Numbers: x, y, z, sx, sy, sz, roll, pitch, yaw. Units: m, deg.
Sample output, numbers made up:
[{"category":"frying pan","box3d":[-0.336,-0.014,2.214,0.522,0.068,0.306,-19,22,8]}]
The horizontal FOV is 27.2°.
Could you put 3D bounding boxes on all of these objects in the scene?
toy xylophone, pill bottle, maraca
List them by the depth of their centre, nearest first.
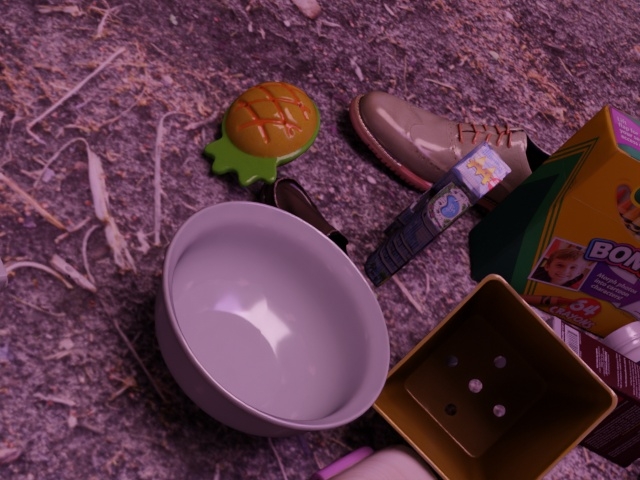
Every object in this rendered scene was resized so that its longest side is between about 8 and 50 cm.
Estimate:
[{"category":"toy xylophone","box3d":[0.099,0.375,1.486,0.236,0.081,0.323,-10,64,-44]},{"category":"maraca","box3d":[-0.076,-0.142,1.766,0.127,0.099,0.186,24,54,16]},{"category":"pill bottle","box3d":[0.481,0.207,1.938,0.094,0.094,0.169,-8,62,-43]}]

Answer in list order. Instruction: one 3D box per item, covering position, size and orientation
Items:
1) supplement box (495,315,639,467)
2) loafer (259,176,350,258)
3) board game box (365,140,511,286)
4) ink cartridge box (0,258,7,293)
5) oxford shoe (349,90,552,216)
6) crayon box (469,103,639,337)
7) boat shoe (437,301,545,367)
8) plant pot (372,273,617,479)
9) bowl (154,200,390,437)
[{"category":"supplement box","box3d":[0.371,0.211,1.816,0.239,0.130,0.073,29,42,-19]},{"category":"loafer","box3d":[0.000,0.000,1.721,0.080,0.078,0.220,-15,68,-46]},{"category":"board game box","box3d":[0.161,-0.044,1.804,0.060,0.194,0.194,48,40,4]},{"category":"ink cartridge box","box3d":[-0.427,0.055,1.261,0.208,0.153,0.087,-8,61,-45]},{"category":"oxford shoe","box3d":[0.229,-0.140,1.978,0.397,0.146,0.140,23,45,-23]},{"category":"crayon box","box3d":[0.454,0.001,1.919,0.363,0.313,0.106,23,45,-23]},{"category":"boat shoe","box3d":[0.214,0.119,1.816,0.226,0.083,0.076,-2,36,-47]},{"category":"plant pot","box3d":[0.200,0.186,1.618,0.212,0.212,0.187,46,0,2]},{"category":"bowl","box3d":[-0.077,0.111,1.521,0.298,0.134,0.298,22,46,-25]}]
